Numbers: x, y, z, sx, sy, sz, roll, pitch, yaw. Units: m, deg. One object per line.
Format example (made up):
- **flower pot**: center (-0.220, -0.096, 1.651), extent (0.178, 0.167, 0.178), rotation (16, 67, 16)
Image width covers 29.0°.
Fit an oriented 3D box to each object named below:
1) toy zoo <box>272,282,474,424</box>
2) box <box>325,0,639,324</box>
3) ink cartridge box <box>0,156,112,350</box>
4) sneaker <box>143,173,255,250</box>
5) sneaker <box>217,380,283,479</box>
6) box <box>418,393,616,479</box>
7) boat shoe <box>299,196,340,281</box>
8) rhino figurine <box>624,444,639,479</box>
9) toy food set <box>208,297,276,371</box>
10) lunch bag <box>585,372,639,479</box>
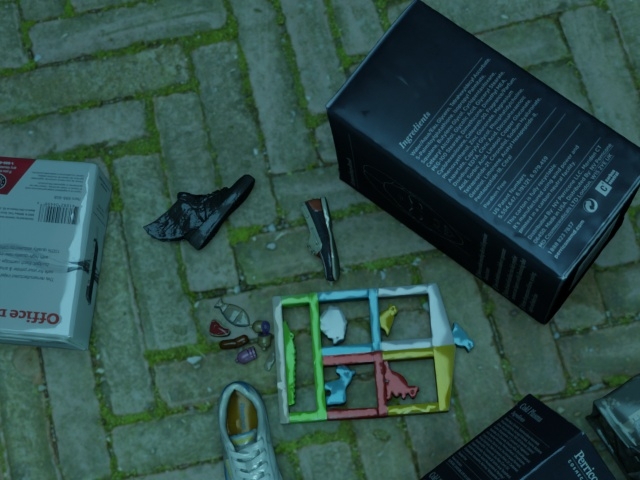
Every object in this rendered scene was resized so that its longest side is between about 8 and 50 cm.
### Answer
- **toy zoo**: center (0.080, 0.165, 1.823), extent (0.293, 0.030, 0.192), rotation (-4, 76, 2)
- **box**: center (0.229, -0.101, 1.751), extent (0.395, 0.293, 0.212), rotation (36, 81, 13)
- **ink cartridge box**: center (-0.438, 0.022, 1.872), extent (0.196, 0.114, 0.273), rotation (4, 75, 6)
- **sneaker**: center (-0.184, -0.054, 1.901), extent (0.089, 0.051, 0.170), rotation (38, 85, 9)
- **sneaker**: center (-0.104, 0.315, 1.774), extent (0.087, 0.092, 0.229), rotation (-15, 75, -1)
- **box**: center (0.267, 0.436, 1.590), extent (0.312, 0.179, 0.343), rotation (-37, 105, -6)
- **boat shoe**: center (0.000, 0.000, 1.872), extent (0.043, 0.049, 0.137), rotation (-13, 72, 5)
- **rhino figurine**: center (0.481, 0.256, 1.576), extent (0.243, 0.073, 0.106), rotation (-29, 80, 1)
- **toy food set**: center (-0.118, 0.144, 1.858), extent (0.122, 0.019, 0.078), rotation (26, 79, 11)
- **lunch bag**: center (0.543, 0.289, 1.682), extent (0.235, 0.169, 0.287), rotation (-32, 70, -4)
